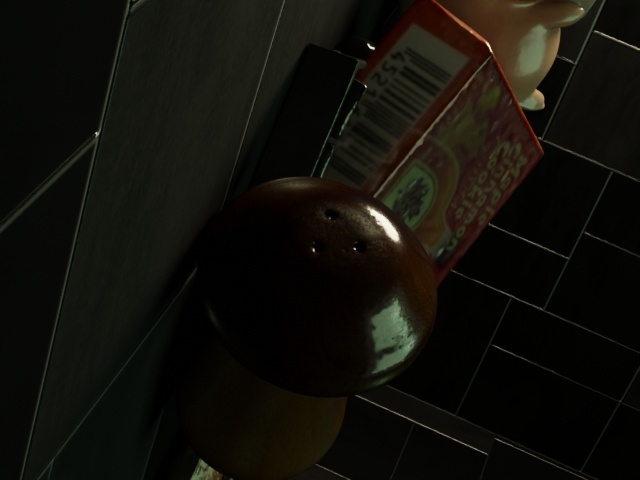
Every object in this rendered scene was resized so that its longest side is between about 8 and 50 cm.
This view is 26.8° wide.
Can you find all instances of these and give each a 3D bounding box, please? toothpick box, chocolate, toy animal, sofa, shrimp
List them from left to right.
[{"bbox_3d":[-0.144,0.266,1.387,0.294,0.062,0.154,-63,-174,-9],"label":"shrimp"},{"bbox_3d":[-0.025,0.080,1.114,0.192,0.192,0.294,-62,179,-38],"label":"toothpick box"},{"bbox_3d":[-0.004,-0.095,1.174,0.085,0.060,0.147,-29,142,-81],"label":"sofa"},{"bbox_3d":[0.098,-0.078,1.316,0.237,0.108,0.235,-51,146,-8],"label":"chocolate"},{"bbox_3d":[0.202,-0.292,1.475,0.195,0.213,0.256,-92,-157,-56],"label":"toy animal"}]

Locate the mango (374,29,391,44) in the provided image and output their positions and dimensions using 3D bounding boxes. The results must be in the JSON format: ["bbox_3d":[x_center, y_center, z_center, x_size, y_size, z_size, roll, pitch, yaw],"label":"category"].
[{"bbox_3d":[0.094,-0.122,1.501,0.137,0.091,0.237,-17,94,-77],"label":"mango"}]

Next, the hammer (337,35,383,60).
[{"bbox_3d":[0.000,0.000,1.394,0.168,0.044,0.439,5,114,-52],"label":"hammer"}]

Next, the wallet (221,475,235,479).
[{"bbox_3d":[-0.151,0.340,1.620,0.160,0.055,0.236,-61,176,16],"label":"wallet"}]
